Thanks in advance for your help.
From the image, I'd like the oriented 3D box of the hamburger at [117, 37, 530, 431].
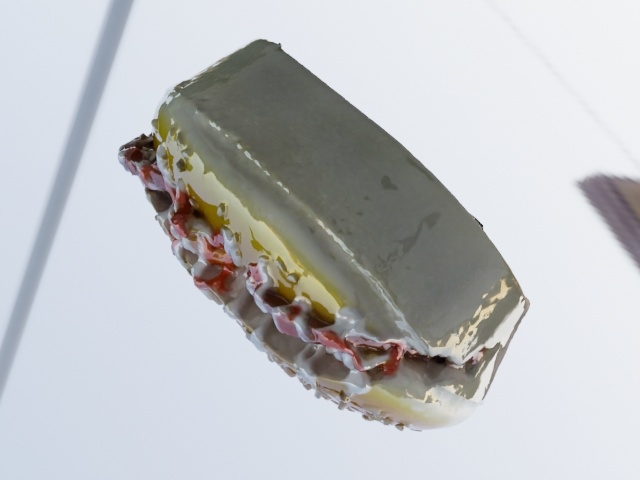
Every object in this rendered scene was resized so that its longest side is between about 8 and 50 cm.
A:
[{"bbox_3d":[0.000,0.000,0.914,0.295,0.151,0.227,40,178,41],"label":"hamburger"}]
